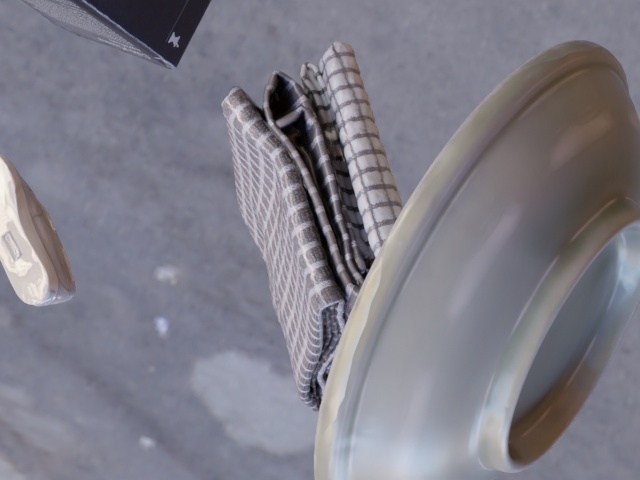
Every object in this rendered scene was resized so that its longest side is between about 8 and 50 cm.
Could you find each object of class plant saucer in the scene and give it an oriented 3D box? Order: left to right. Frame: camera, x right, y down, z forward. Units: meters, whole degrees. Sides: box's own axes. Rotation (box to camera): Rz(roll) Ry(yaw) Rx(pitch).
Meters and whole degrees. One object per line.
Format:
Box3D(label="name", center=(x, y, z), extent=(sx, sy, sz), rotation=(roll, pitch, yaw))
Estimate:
Box3D(label="plant saucer", center=(0.149, 0.055, 1.242), extent=(0.100, 0.400, 0.400), rotation=(29, 151, 23))

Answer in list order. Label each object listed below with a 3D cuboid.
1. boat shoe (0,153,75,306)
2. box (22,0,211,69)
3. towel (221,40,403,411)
Box3D(label="boat shoe", center=(-0.313, -0.013, 1.821), extent=(0.066, 0.184, 0.063), rotation=(-42, 157, 22))
Box3D(label="box", center=(-0.200, -0.385, 1.555), extent=(0.179, 0.343, 0.312), rotation=(24, 174, 35))
Box3D(label="towel", center=(0.000, 0.000, 1.499), extent=(0.121, 0.235, 0.283), rotation=(-14, 155, -6))
